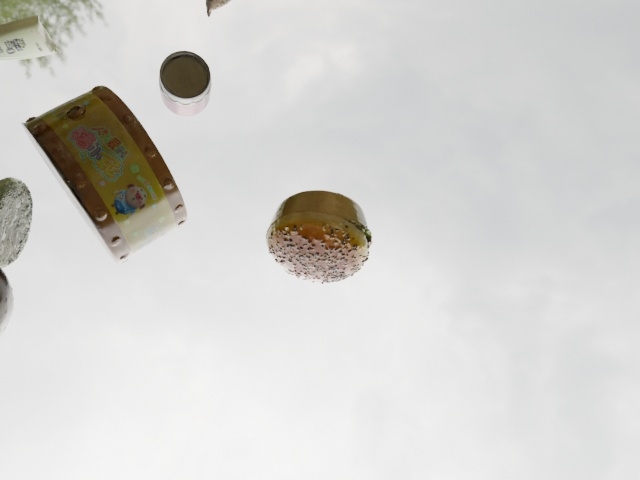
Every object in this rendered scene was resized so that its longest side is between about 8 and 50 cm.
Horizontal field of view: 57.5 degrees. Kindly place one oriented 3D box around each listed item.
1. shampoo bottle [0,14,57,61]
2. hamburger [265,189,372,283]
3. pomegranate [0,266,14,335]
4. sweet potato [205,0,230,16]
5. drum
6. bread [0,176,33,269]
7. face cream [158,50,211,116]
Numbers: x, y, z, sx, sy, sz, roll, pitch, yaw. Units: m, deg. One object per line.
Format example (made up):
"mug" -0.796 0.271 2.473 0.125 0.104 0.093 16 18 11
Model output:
"shampoo bottle" -0.397 -0.232 0.703 0.141 0.049 0.034 -15 -107 -4
"hamburger" 0.000 0.000 1.576 0.301 0.300 0.176 6 -124 -4
"pomegranate" -0.696 0.142 0.997 0.291 0.290 0.323 6 -115 -4
"sweet potato" -0.163 -0.540 1.174 0.226 0.068 0.068 -27 -135 27
"drum" -0.538 -0.161 1.484 0.214 0.431 0.431 -36 -117 -19
"bread" -0.844 -0.041 1.571 0.041 0.267 0.266 12 -130 -2
"face cream" -0.459 -0.531 1.984 0.175 0.195 0.175 1 -96 -12
